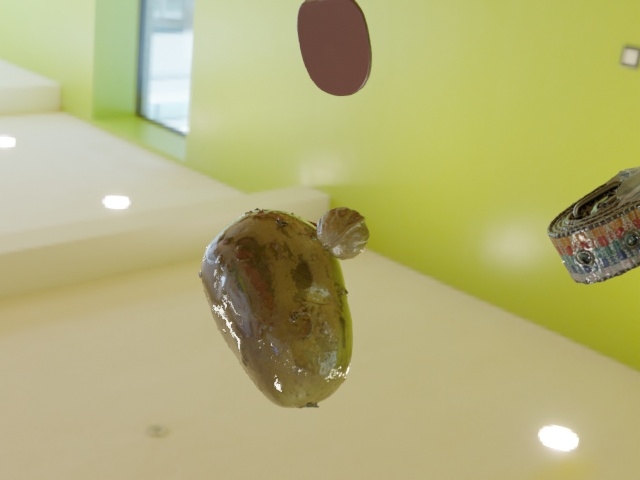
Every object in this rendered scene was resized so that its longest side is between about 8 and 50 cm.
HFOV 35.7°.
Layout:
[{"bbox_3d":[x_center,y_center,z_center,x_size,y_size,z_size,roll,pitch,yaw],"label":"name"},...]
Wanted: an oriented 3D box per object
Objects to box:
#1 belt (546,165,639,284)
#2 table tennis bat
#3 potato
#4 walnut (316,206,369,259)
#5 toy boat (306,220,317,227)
[{"bbox_3d":[0.575,-0.031,1.911,0.257,0.150,0.207,-31,-167,-1],"label":"belt"},{"bbox_3d":[0.015,-0.336,1.480,0.138,0.247,0.022,8,-154,40],"label":"table tennis bat"},{"bbox_3d":[-0.062,0.108,1.691,0.219,0.270,0.359,-1,-139,-32],"label":"potato"},{"bbox_3d":[0.035,-0.012,1.540,0.092,0.092,0.092,6,-161,-2],"label":"walnut"},{"bbox_3d":[0.000,0.000,2.337,0.172,0.059,0.069,19,162,5],"label":"toy boat"}]
